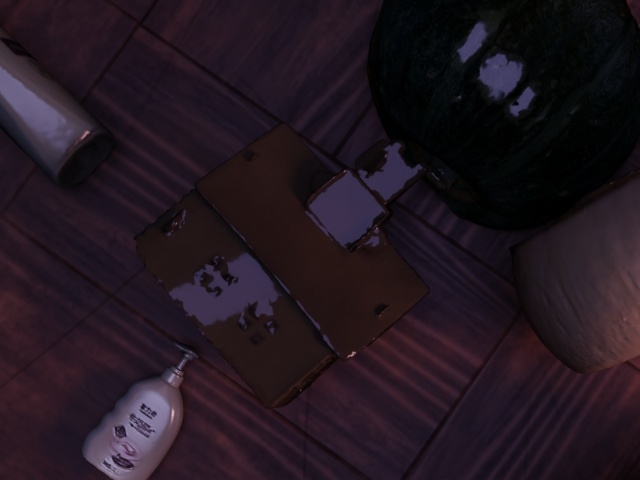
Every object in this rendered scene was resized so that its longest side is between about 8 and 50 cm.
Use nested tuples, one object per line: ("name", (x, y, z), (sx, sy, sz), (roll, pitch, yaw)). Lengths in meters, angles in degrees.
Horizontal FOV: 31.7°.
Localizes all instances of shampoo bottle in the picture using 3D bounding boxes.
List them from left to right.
("shampoo bottle", (-0.362, -0.205, 1.129), (0.359, 0.134, 0.078), (45, 87, 4))
("shampoo bottle", (-0.171, 0.172, 1.142), (0.077, 0.045, 0.152), (36, 87, 4))

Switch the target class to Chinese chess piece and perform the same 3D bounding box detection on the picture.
("Chinese chess piece", (0.331, -0.012, 0.991), (0.338, 0.338, 0.140), (-30, 82, 0))

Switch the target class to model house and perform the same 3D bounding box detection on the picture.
("model house", (0.000, 0.000, 1.063), (0.243, 0.204, 0.211), (-42, 85, 8))

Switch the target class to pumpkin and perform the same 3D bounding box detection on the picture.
("pumpkin", (0.187, -0.170, 1.080), (0.263, 0.197, 0.293), (-42, 88, -4))
